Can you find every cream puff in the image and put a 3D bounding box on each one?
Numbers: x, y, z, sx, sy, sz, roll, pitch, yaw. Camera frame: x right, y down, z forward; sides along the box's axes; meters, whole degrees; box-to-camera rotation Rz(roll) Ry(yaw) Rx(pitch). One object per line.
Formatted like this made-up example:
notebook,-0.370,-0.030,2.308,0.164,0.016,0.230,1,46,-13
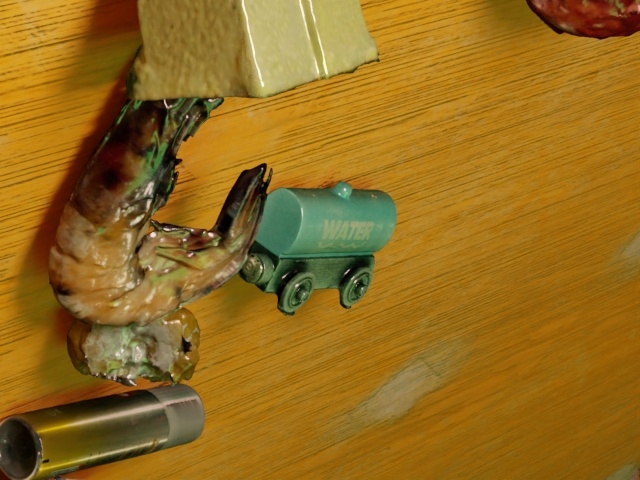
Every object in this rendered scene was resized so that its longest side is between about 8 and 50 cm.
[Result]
cream puff,-0.209,0.102,2.062,0.156,0.156,0.121,2,88,-56

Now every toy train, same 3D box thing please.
toy train,0.000,0.000,2.224,0.248,0.101,0.159,-4,122,-55

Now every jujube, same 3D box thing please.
jujube,0.345,-0.334,2.068,0.290,0.197,0.197,-36,156,-33

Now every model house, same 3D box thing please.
model house,-0.070,-0.235,1.670,0.214,0.195,0.189,-24,113,-48

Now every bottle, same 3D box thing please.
bottle,-0.260,0.229,2.219,0.286,0.082,0.082,-6,138,-51

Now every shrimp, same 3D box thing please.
shrimp,-0.145,-0.052,1.888,0.233,0.071,0.365,9,122,-36

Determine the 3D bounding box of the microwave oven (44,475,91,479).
microwave oven,-0.312,0.371,2.254,0.194,0.145,0.240,-12,167,23
